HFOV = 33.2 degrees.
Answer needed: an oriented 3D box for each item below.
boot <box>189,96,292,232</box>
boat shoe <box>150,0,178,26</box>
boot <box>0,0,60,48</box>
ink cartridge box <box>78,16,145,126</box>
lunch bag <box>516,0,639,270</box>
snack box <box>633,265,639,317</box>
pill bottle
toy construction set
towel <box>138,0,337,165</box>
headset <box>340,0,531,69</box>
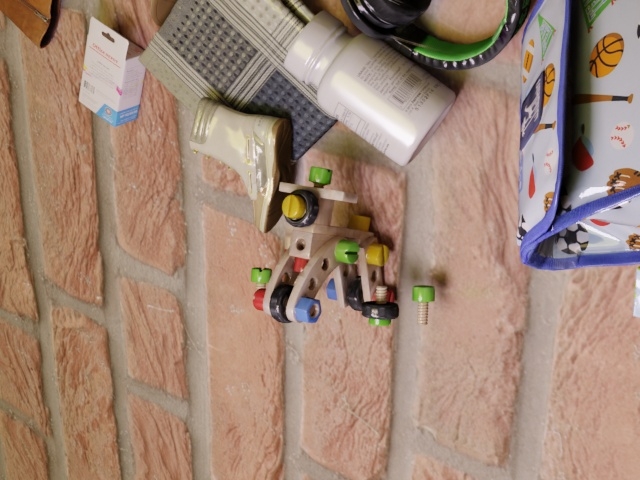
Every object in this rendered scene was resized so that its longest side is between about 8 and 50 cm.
[{"bbox_3d":[-0.134,-0.125,1.766,0.165,0.077,0.213,19,128,19],"label":"boot"},{"bbox_3d":[-0.186,-0.474,1.700,0.341,0.121,0.110,-53,38,47],"label":"boat shoe"},{"bbox_3d":[-0.601,-0.537,2.026,0.280,0.096,0.264,39,130,19],"label":"boot"},{"bbox_3d":[-0.377,-0.314,1.960,0.104,0.061,0.181,36,130,23],"label":"ink cartridge box"},{"bbox_3d":[0.371,-0.156,1.194,0.385,0.239,0.328,-20,57,49],"label":"lunch bag"},{"bbox_3d":[0.495,0.044,1.273,0.174,0.207,0.070,14,119,35],"label":"snack box"},{"bbox_3d":[0.068,-0.223,1.540,0.229,0.131,0.131,37,131,5],"label":"pill bottle"},{"bbox_3d":[0.000,0.000,1.716,0.309,0.257,0.237,11,100,62],"label":"toy construction set"},{"bbox_3d":[-0.112,-0.281,1.720,0.324,0.056,0.312,44,136,-5],"label":"towel"},{"bbox_3d":[0.086,-0.373,1.426,0.394,0.185,0.243,36,141,10],"label":"headset"}]
